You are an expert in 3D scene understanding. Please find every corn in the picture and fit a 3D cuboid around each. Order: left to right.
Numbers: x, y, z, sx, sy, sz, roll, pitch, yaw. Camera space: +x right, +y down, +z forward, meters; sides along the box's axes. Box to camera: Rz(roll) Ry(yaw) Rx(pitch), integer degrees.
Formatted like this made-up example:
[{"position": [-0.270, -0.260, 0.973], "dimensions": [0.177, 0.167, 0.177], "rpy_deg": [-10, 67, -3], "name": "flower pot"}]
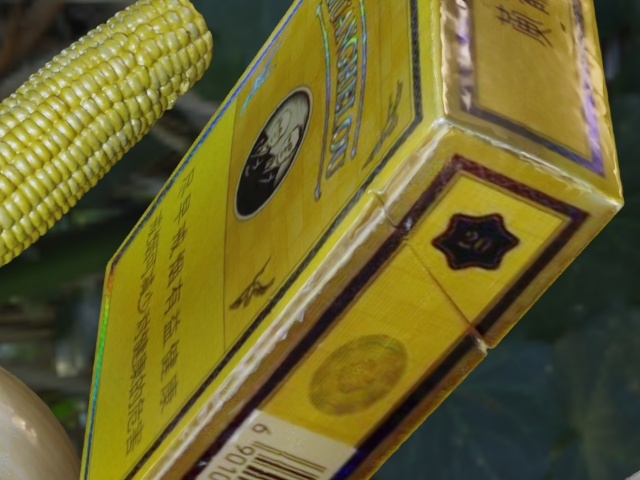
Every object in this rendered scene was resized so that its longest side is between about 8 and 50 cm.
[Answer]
[{"position": [-0.137, -0.054, 1.007], "dimensions": [0.067, 0.206, 0.067], "rpy_deg": [41, 160, 18], "name": "corn"}]

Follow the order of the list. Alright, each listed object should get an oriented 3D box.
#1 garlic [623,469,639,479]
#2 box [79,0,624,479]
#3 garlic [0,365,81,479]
[{"position": [0.216, 0.189, 0.894], "dimensions": [0.110, 0.228, 0.217], "rpy_deg": [-40, 95, 28], "name": "garlic"}, {"position": [0.000, 0.000, 0.814], "dimensions": [0.301, 0.084, 0.193], "rpy_deg": [-51, 26, 37], "name": "box"}, {"position": [-0.288, 0.160, 1.110], "dimensions": [0.249, 0.313, 0.286], "rpy_deg": [-55, 16, -17], "name": "garlic"}]
